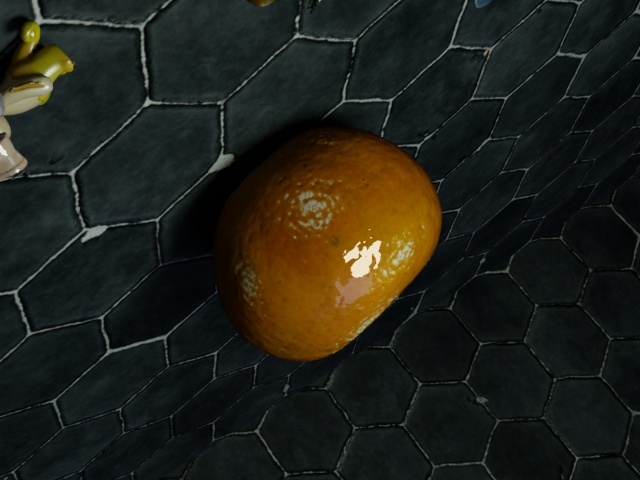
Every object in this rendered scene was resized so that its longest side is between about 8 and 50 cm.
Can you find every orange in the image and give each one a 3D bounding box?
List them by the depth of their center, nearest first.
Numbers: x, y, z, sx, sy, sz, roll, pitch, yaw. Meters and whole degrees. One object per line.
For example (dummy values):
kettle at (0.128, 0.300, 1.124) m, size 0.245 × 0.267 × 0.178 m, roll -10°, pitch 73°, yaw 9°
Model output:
orange at (0.000, 0.000, 1.604) m, size 0.424 × 0.326 × 0.424 m, roll -45°, pitch 176°, yaw -4°

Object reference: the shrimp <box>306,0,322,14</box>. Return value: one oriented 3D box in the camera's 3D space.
shrimp at (0.058, -0.421, 1.243) m, size 0.198 × 0.051 × 0.262 m, roll -28°, pitch 153°, yaw -27°

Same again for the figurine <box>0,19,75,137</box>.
figurine at (-0.383, -0.131, 1.039) m, size 0.246 × 0.131 × 0.156 m, roll -47°, pitch -158°, yaw -20°

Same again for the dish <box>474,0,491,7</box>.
dish at (0.285, -0.485, 1.425) m, size 0.236 × 0.086 × 0.228 m, roll -44°, pitch 156°, yaw 13°

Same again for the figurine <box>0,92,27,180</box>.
figurine at (-0.367, -0.167, 0.871) m, size 0.133 × 0.200 × 0.276 m, roll -12°, pitch 120°, yaw -3°

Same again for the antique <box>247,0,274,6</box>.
antique at (-0.050, -0.394, 1.019) m, size 0.223 × 0.129 × 0.278 m, roll -32°, pitch 157°, yaw -19°
